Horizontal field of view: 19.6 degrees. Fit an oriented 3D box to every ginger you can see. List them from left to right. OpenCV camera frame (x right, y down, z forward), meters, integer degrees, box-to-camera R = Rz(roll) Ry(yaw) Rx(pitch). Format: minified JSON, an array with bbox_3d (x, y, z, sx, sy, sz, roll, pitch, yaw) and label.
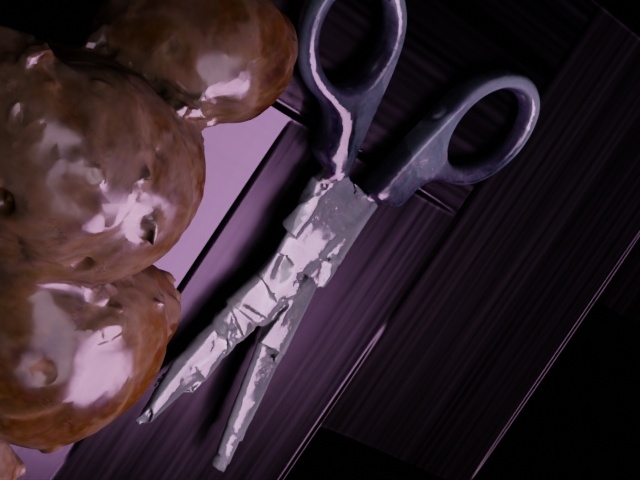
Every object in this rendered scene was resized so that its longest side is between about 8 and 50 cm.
[{"bbox_3d":[-0.158,-0.001,1.161,0.256,0.176,0.375,-3,119,-53],"label":"ginger"}]

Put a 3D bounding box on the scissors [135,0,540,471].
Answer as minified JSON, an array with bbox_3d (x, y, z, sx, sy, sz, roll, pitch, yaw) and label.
[{"bbox_3d":[0.000,0.000,1.372,0.256,0.029,0.383,28,96,-44],"label":"scissors"}]
